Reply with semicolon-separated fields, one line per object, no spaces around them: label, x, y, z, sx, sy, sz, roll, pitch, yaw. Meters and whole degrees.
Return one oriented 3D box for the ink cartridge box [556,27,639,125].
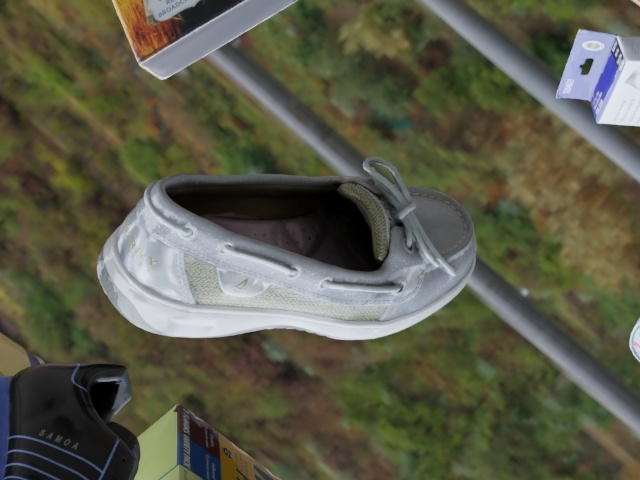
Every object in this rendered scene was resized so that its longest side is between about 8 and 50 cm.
ink cartridge box;0.449;-0.216;2.014;0.224;0.045;0.223;5;162;3

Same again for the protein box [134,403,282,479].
protein box;-0.128;0.302;1.366;0.201;0.200;0.136;41;-160;-25

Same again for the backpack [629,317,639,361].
backpack;0.474;0.130;1.634;0.253;0.191;0.225;49;145;-20

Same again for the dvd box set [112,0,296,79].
dvd box set;-0.120;-0.416;1.480;0.420;0.308;0.062;67;-165;18

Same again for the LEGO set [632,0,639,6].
LEGO set;0.381;-0.300;1.258;0.107;0.287;0.132;35;160;-3

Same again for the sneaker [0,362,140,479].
sneaker;-0.140;0.155;0.804;0.081;0.091;0.232;84;174;-45

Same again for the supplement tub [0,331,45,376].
supplement tub;-0.378;0.111;1.064;0.331;0.241;0.241;40;173;-29

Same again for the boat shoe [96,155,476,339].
boat shoe;-0.002;-0.002;1.050;0.320;0.103;0.118;-1;-130;-36
